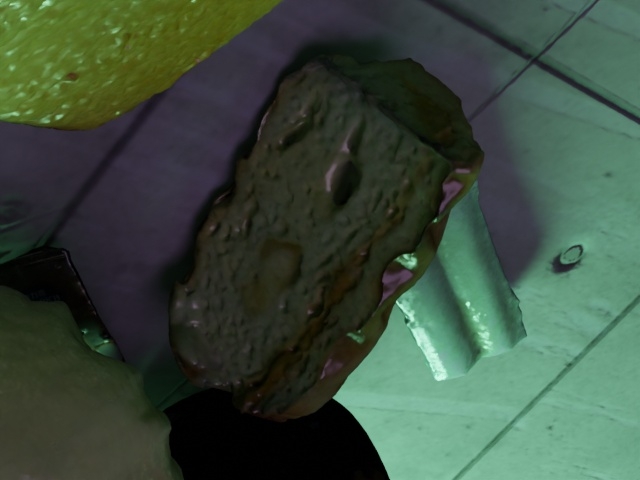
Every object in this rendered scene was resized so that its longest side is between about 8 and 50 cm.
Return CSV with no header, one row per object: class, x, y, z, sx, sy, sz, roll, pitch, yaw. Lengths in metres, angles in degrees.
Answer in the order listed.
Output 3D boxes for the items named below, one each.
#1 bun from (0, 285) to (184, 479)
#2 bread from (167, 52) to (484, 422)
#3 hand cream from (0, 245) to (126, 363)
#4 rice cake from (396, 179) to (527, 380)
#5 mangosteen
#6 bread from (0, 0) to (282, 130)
bun,-0.178,0.138,0.763,0.160,0.259,0.259,-37,156,-50
bread,0.000,0.000,0.799,0.088,0.128,0.232,-19,147,-57
hand cream,-0.151,0.067,0.835,0.062,0.039,0.163,-16,139,7
rice cake,0.080,0.018,0.922,0.085,0.040,0.226,-31,141,-1
mangosteen,-0.059,0.202,0.909,0.243,0.243,0.243,-17,139,-16
bread,-0.083,-0.134,0.508,0.185,0.114,0.275,-35,178,7
